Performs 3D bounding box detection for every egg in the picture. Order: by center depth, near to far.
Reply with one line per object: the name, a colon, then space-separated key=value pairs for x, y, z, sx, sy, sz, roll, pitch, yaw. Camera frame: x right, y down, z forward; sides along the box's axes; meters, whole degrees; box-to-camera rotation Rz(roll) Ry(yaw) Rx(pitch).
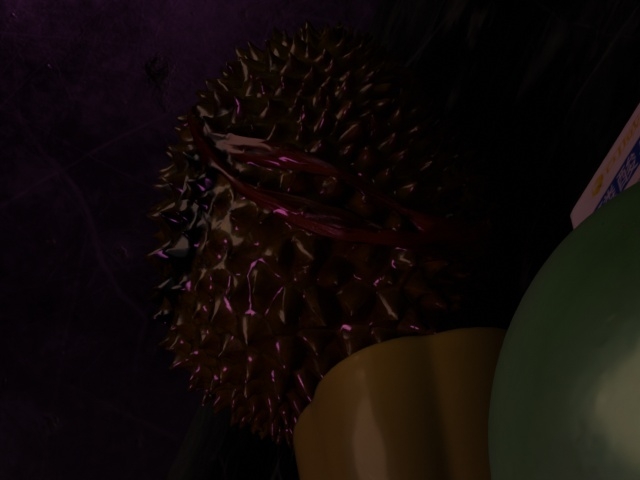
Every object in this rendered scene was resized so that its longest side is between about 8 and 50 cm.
egg: x=0.172 y=0.072 z=0.653 sx=0.270 sy=0.220 sz=0.220 roll=-88 pitch=20 yaw=-80

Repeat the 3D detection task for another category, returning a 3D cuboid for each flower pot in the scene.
flower pot: x=0.087 y=0.180 z=1.077 sx=0.179 sy=0.195 sz=0.195 roll=-98 pitch=27 yaw=-43

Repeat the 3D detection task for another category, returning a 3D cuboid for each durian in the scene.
durian: x=0.000 y=-0.001 z=1.556 sx=0.347 sy=0.347 sz=0.384 roll=-106 pitch=6 yaw=-74

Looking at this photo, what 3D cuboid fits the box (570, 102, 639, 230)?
box: x=0.253 y=-0.092 z=0.958 sx=0.200 sy=0.065 sz=0.343 roll=-86 pitch=22 yaw=-62
